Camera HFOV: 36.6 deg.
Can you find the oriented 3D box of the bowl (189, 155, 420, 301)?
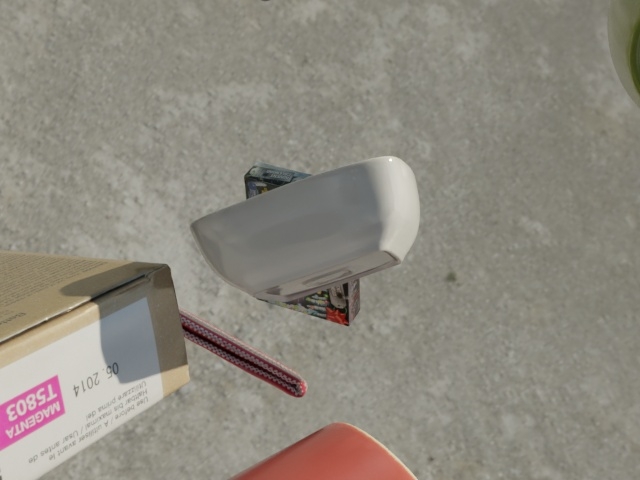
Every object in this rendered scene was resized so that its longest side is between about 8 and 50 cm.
[{"bbox_3d":[0.000,0.000,0.625,0.142,0.142,0.053,32,39,-77],"label":"bowl"}]

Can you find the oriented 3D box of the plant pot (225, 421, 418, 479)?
[{"bbox_3d":[-0.021,0.296,0.786,0.243,0.275,0.275,-36,86,-22],"label":"plant pot"}]

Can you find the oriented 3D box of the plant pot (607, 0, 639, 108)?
[{"bbox_3d":[0.388,-0.200,0.917,0.275,0.275,0.293,50,35,1],"label":"plant pot"}]

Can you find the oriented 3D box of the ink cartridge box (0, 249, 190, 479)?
[{"bbox_3d":[-0.227,0.083,0.572,0.234,0.193,0.088,-28,116,-49],"label":"ink cartridge box"}]

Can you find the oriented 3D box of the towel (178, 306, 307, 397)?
[{"bbox_3d":[-0.107,0.119,1.070,0.198,0.275,0.031,28,83,1],"label":"towel"}]

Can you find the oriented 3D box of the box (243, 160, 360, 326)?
[{"bbox_3d":[-0.014,0.005,0.822,0.093,0.137,0.027,14,42,21],"label":"box"}]
